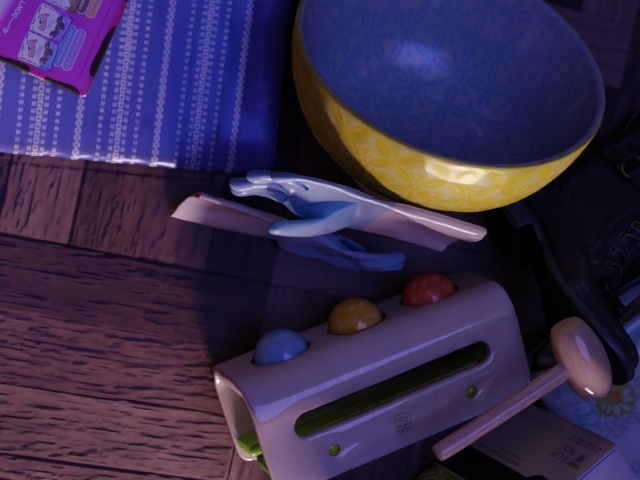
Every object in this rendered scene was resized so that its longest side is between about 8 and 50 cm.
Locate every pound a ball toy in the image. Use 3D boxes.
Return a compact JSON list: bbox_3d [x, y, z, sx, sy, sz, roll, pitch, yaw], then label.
[{"bbox_3d":[0.080,0.116,1.361,0.319,0.208,0.136,-21,104,-16],"label":"pound a ball toy"}]

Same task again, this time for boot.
[{"bbox_3d":[0.308,-0.005,1.435,0.229,0.091,0.263,-22,59,-13],"label":"boot"}]

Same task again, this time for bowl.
[{"bbox_3d":[0.098,-0.119,1.348,0.289,0.289,0.156,0,140,-21],"label":"bowl"}]

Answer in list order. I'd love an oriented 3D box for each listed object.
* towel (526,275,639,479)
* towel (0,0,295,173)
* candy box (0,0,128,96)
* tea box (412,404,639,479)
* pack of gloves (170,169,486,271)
[{"bbox_3d":[0.436,0.154,1.518,0.374,0.090,0.320,-32,109,2],"label":"towel"},{"bbox_3d":[-0.186,-0.192,1.318,0.336,0.040,0.243,4,97,-19],"label":"towel"},{"bbox_3d":[-0.276,-0.239,1.222,0.233,0.071,0.159,24,92,-21],"label":"candy box"},{"bbox_3d":[0.199,0.395,1.436,0.323,0.220,0.329,-38,108,-13],"label":"tea box"},{"bbox_3d":[0.000,0.000,1.322,0.232,0.195,0.046,16,70,-22],"label":"pack of gloves"}]
